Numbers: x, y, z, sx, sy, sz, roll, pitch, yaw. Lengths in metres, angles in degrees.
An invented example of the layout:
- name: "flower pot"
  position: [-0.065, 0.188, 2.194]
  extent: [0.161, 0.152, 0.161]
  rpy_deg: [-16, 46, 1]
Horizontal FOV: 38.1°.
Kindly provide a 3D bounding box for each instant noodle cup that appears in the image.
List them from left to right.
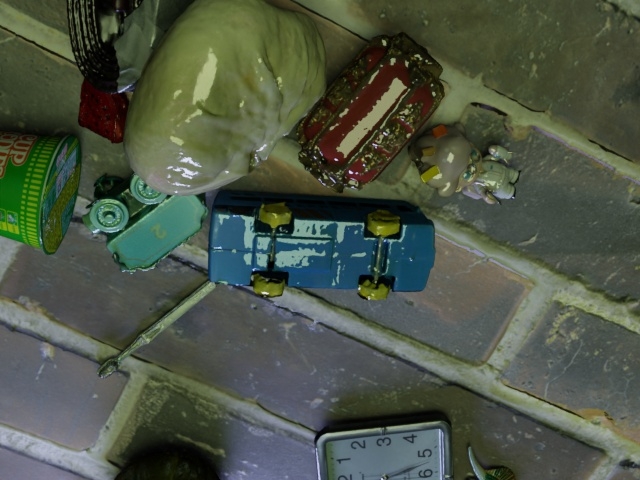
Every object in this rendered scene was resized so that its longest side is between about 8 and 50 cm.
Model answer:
- name: "instant noodle cup"
  position: [-0.534, -0.094, 1.511]
  extent: [0.233, 0.207, 0.207]
  rpy_deg: [11, 111, -2]

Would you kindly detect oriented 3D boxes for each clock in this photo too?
- name: "clock"
  position: [0.133, 0.479, 1.869]
  extent: [0.279, 0.049, 0.273]
  rpy_deg: [-5, 112, -3]

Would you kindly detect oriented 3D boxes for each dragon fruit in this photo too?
- name: "dragon fruit"
  position: [-0.352, -0.228, 1.532]
  extent: [0.097, 0.063, 0.131]
  rpy_deg: [8, 111, -8]

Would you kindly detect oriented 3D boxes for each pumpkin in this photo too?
- name: "pumpkin"
  position: [-0.299, 0.533, 1.781]
  extent: [0.260, 0.189, 0.260]
  rpy_deg: [-2, 111, -5]

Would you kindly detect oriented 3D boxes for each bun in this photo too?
- name: "bun"
  position: [-0.135, -0.214, 1.403]
  extent: [0.213, 0.361, 0.361]
  rpy_deg: [39, 106, 9]

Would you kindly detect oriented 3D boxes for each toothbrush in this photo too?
- name: "toothbrush"
  position: [-0.304, 0.164, 1.719]
  extent: [0.294, 0.028, 0.026]
  rpy_deg: [-40, 111, 6]

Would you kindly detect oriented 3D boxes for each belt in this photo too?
- name: "belt"
  position: [-0.280, -0.373, 1.431]
  extent: [0.184, 0.164, 0.289]
  rpy_deg: [18, 114, 17]

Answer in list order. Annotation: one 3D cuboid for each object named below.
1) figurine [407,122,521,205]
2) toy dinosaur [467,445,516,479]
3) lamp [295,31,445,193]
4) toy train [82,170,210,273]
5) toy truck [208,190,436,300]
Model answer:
- name: "figurine"
  position: [0.242, -0.132, 1.601]
  extent: [0.229, 0.112, 0.137]
  rpy_deg: [18, 82, -19]
- name: "toy dinosaur"
  position: [0.353, 0.498, 1.905]
  extent: [0.106, 0.044, 0.187]
  rpy_deg: [-8, 100, -16]
- name: "lamp"
  position: [0.082, -0.207, 1.518]
  extent: [0.177, 0.177, 0.274]
  rpy_deg: [35, 105, -17]
- name: "toy train"
  position: [-0.296, -0.054, 1.586]
  extent: [0.203, 0.112, 0.163]
  rpy_deg: [-34, 117, 10]
- name: "toy truck"
  position: [0.000, 0.000, 1.603]
  extent: [0.385, 0.162, 0.161]
  rpy_deg: [2, 112, -7]
